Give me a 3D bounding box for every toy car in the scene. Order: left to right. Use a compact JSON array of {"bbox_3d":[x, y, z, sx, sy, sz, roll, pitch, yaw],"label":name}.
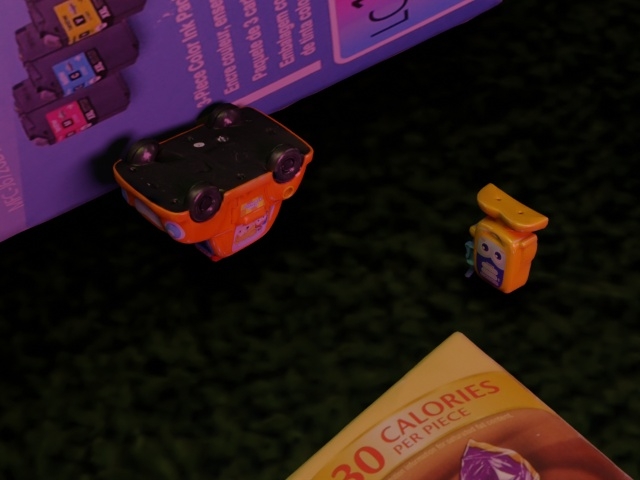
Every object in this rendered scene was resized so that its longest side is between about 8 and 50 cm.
[{"bbox_3d":[0.000,0.000,0.549,0.122,0.040,0.060,22,42,22],"label":"toy car"}]

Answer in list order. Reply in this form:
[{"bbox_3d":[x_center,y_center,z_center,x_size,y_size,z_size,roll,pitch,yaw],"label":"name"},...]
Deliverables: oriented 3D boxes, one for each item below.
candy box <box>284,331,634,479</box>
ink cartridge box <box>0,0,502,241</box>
[{"bbox_3d":[0.006,0.123,0.464,0.187,0.053,0.109,-39,61,-18],"label":"candy box"},{"bbox_3d":[-0.174,-0.122,0.589,0.395,0.151,0.270,-27,58,-8],"label":"ink cartridge box"}]
